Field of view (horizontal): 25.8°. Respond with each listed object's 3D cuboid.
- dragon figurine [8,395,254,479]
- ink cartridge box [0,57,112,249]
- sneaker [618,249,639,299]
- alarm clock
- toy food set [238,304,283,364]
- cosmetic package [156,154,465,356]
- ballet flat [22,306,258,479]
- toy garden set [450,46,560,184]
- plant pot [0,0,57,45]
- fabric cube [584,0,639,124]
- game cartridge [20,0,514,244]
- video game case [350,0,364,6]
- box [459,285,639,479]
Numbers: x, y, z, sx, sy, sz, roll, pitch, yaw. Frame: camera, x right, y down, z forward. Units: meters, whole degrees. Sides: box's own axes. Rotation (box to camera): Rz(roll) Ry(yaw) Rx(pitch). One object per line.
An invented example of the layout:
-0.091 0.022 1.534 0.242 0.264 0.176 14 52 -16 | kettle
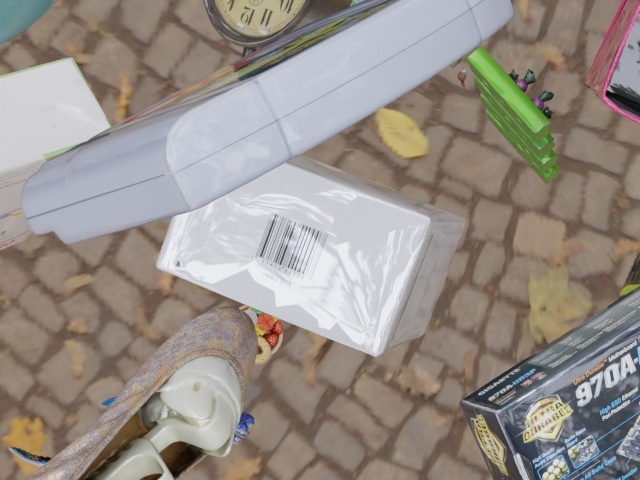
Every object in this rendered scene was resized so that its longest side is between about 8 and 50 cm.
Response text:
-0.217 0.235 1.673 0.289 0.085 0.144 9 77 21 | dragon figurine
-0.425 -0.063 1.706 0.353 0.207 0.119 -40 79 46 | ink cartridge box
0.318 0.114 1.202 0.147 0.145 0.384 30 57 4 | sneaker
-0.038 -0.194 1.112 0.129 0.064 0.192 31 101 37 | alarm clock
-0.091 0.127 1.960 0.082 0.020 0.083 46 62 -5 | toy food set
0.000 0.000 1.335 0.224 0.225 0.138 21 95 12 | cosmetic package
-0.139 0.178 1.190 0.316 0.106 0.107 -46 121 -27 | ballet flat
0.195 -0.175 1.532 0.049 0.244 0.204 -40 75 3 | toy garden set
-0.268 -0.234 0.816 0.293 0.293 0.235 -12 128 9 | plant pot
0.437 -0.215 1.422 0.254 0.258 0.259 23 101 2 | fabric cube
-0.021 -0.090 0.851 0.196 0.294 0.060 -7 111 49 | game cartridge
-0.008 -0.309 1.534 0.227 0.026 0.206 40 109 19 | video game case
0.223 0.132 0.956 0.220 0.051 0.175 -30 106 -19 | box
